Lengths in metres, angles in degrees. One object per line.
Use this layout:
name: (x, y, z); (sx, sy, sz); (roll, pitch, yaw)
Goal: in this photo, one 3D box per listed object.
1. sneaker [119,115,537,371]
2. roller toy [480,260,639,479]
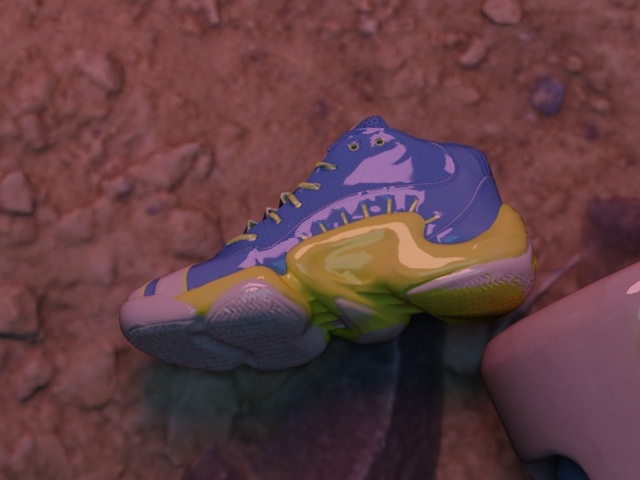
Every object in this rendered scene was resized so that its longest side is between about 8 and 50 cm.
sneaker: (0.000, 0.000, 0.851); (0.240, 0.091, 0.126); (-7, 62, -2)
roller toy: (0.197, 0.083, 0.777); (0.191, 0.209, 0.146); (-31, 80, 34)
